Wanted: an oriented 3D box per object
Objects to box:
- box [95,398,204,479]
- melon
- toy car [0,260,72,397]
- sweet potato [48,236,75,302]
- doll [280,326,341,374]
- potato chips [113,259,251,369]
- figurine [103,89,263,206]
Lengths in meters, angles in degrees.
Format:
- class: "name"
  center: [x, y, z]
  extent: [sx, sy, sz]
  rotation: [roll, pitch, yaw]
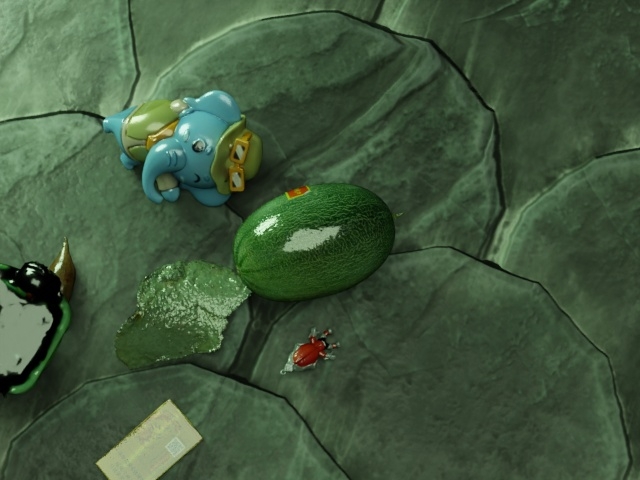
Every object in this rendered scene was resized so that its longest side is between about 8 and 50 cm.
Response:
- class: "box"
  center: [-0.273, 0.337, 1.858]
  extent: [0.156, 0.022, 0.089]
  rotation: [-42, 85, -12]
- class: "melon"
  center: [0.000, 0.000, 1.873]
  extent: [0.287, 0.182, 0.182]
  rotation: [-14, 79, -7]
- class: "toy car"
  center: [-0.572, 0.095, 1.821]
  extent: [0.358, 0.176, 0.213]
  rotation: [27, 77, -2]
- class: "sweet potato"
  center: [-0.425, 0.050, 1.899]
  extent: [0.049, 0.049, 0.117]
  rotation: [5, 74, -3]
- class: "doll"
  center: [-0.022, 0.186, 1.903]
  extent: [0.114, 0.039, 0.057]
  rotation: [-32, 109, -18]
- class: "potato chips"
  center: [-0.230, 0.124, 1.893]
  extent: [0.167, 0.059, 0.228]
  rotation: [33, 77, -6]
- class: "figurine"
  center: [-0.225, -0.148, 1.923]
  extent: [0.262, 0.154, 0.180]
  rotation: [-2, 86, 13]
